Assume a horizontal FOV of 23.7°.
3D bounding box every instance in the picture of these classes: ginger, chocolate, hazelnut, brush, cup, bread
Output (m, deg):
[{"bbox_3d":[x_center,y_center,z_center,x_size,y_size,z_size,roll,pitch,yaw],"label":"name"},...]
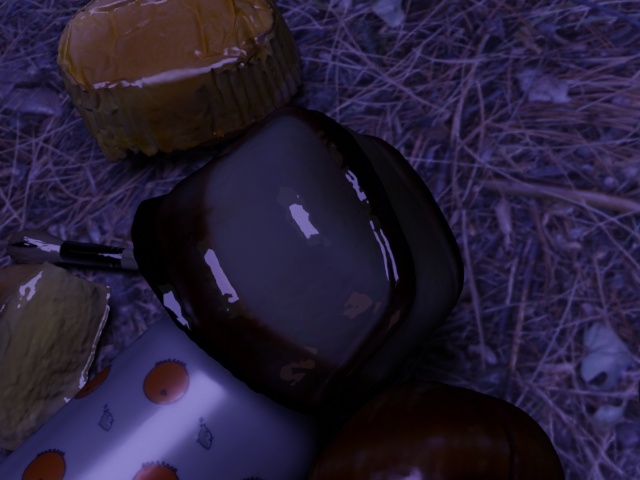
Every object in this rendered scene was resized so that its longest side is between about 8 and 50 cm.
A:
[{"bbox_3d":[-0.315,0.113,1.557,0.122,0.115,0.193,6,69,43],"label":"ginger"},{"bbox_3d":[0.000,0.000,1.346,0.186,0.283,0.283,-51,55,21],"label":"chocolate"},{"bbox_3d":[0.099,0.219,1.306,0.229,0.229,0.229,-7,60,13],"label":"hazelnut"},{"bbox_3d":[-0.194,0.019,1.595,0.299,0.042,0.039,5,30,18],"label":"brush"},{"bbox_3d":[-0.160,0.223,1.367,0.317,0.212,0.212,-44,59,-11],"label":"cup"},{"bbox_3d":[-0.148,-0.187,1.643,0.250,0.133,0.179,-18,54,3],"label":"bread"}]

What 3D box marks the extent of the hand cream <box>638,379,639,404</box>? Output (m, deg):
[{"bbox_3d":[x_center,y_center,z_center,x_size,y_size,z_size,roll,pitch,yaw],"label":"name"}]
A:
[{"bbox_3d":[0.304,0.103,1.275,0.083,0.248,0.133,8,62,18],"label":"hand cream"}]
